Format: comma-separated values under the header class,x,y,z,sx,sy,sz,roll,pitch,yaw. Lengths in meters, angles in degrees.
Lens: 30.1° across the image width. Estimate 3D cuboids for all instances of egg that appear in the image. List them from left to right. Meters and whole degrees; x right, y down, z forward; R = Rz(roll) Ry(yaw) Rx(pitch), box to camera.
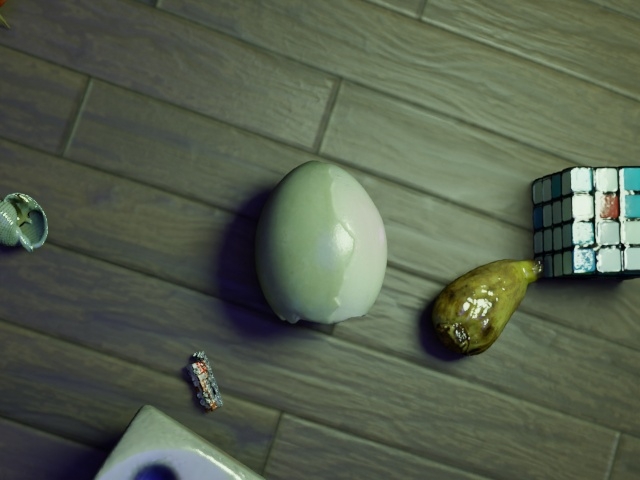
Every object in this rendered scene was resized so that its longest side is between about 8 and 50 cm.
class,x,y,z,sx,sy,sz,roll,pitch,yaw
egg,0.000,0.000,1.616,0.183,0.183,0.217,-3,95,-12

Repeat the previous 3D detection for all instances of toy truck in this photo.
class,x,y,z,sx,sy,sz,roll,pitch,yaw
toy truck,-0.161,0.196,1.650,0.032,0.024,0.083,-24,92,-35

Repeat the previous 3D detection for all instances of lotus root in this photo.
class,x,y,z,sx,sy,sz,roll,pitch,yaw
lotus root,0.241,0.085,1.710,0.190,0.094,0.108,-40,117,-20

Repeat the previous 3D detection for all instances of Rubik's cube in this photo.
class,x,y,z,sx,sy,sz,roll,pitch,yaw
Rubik's cube,0.402,-0.022,1.715,0.151,0.155,0.154,0,85,-11

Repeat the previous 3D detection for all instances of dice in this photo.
class,x,y,z,sx,sy,sz,roll,pitch,yaw
dice,-0.197,0.372,1.510,0.243,0.259,0.251,35,80,-5

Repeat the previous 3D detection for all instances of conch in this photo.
class,x,y,z,sx,sy,sz,roll,pitch,yaw
conch,-0.413,-0.023,1.603,0.076,0.056,0.085,-47,116,-30

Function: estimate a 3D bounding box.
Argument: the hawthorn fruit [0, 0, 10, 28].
class,x,y,z,sx,sy,sz,roll,pitch,yaw
hawthorn fruit,-0.466,-0.349,1.586,0.125,0.125,0.140,-36,91,-12
